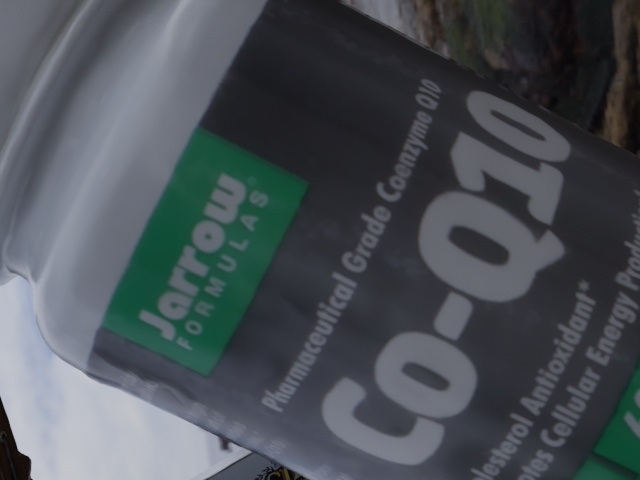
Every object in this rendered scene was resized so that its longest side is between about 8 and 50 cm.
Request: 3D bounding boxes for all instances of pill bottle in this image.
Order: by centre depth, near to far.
[{"bbox_3d":[0.000,0.000,0.456,0.204,0.361,0.204,-63,5,9],"label":"pill bottle"}]

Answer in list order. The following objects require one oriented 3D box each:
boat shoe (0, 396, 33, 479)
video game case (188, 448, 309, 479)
[{"bbox_3d":[-0.314,0.233,0.921,0.104,0.111,0.307,-26,-75,-57],"label":"boat shoe"},{"bbox_3d":[-0.024,0.174,0.751,0.061,0.244,0.269,60,153,7],"label":"video game case"}]
